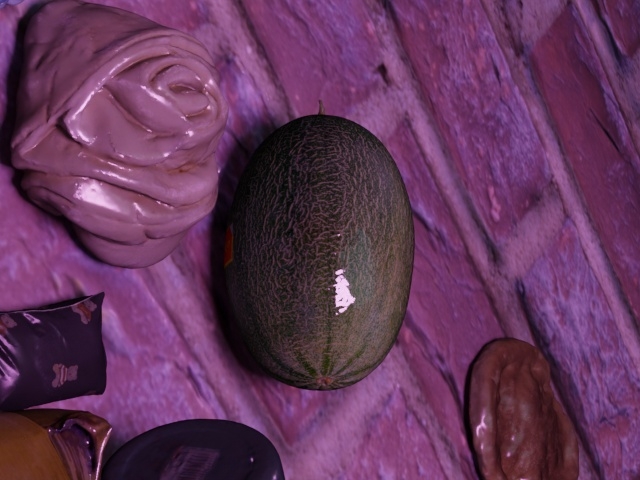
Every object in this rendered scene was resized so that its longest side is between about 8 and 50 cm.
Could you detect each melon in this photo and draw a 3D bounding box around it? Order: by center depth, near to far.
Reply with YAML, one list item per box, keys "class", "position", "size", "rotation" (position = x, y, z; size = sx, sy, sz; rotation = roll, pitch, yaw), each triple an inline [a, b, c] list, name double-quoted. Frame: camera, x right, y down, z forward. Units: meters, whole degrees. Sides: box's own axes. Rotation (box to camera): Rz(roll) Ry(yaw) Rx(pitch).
- class: "melon"
  position: [0.000, 0.000, 1.404]
  size: [0.182, 0.182, 0.288]
  rotation: [25, 62, -46]

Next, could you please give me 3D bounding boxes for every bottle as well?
- class: "bottle"
  position: [-0.083, 0.318, 1.185]
  size: [0.144, 0.144, 0.336]
  rotation: [-41, 132, -49]

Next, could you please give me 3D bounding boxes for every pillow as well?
- class: "pillow"
  position: [-0.225, 0.094, 1.199]
  size: [0.150, 0.048, 0.090]
  rotation: [-7, 83, -55]

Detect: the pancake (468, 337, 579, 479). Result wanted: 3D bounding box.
- class: "pancake"
  position: [0.248, 0.232, 1.767]
  size: [0.222, 0.042, 0.236]
  rotation: [-9, 88, -54]

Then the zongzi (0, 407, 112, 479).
- class: "zongzi"
  position: [-0.275, 0.283, 1.011]
  size: [0.289, 0.154, 0.318]
  rotation: [-3, 86, -45]

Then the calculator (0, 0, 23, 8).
- class: "calculator"
  position: [-0.301, -0.339, 1.231]
  size: [0.188, 0.042, 0.303]
  rotation: [-15, 89, -53]

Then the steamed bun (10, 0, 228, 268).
- class: "steamed bun"
  position: [-0.152, -0.098, 1.268]
  size: [0.211, 0.144, 0.218]
  rotation: [34, 55, -42]
